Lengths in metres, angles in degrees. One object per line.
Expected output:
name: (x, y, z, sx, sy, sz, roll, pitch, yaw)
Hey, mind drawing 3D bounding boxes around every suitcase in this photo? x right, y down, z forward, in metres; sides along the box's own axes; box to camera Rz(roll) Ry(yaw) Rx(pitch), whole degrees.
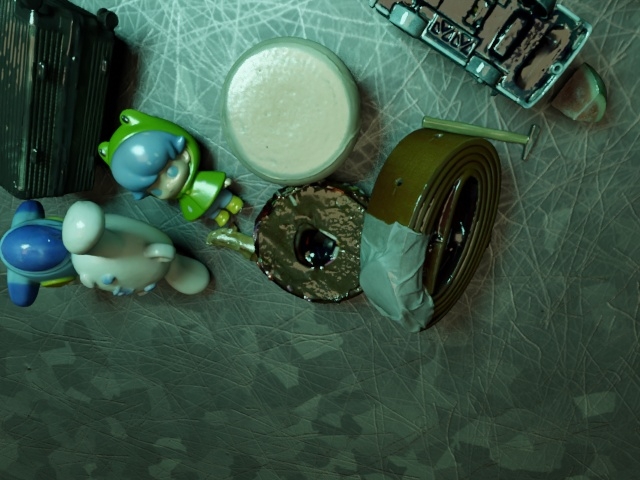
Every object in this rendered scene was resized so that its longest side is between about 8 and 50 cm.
suitcase: (-0.497, -0.261, 0.693, 0.230, 0.152, 0.334, 32, 116, 19)

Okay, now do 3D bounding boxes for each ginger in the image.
ginger: (-0.169, 0.007, 0.860, 0.137, 0.044, 0.057, 22, 132, 0)

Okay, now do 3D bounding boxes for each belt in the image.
belt: (0.183, -0.013, 0.700, 0.218, 0.122, 0.338, 1, 111, -35)

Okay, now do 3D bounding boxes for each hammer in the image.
hammer: (0.278, -0.189, 0.727, 0.199, 0.013, 0.062, 11, 114, 3)

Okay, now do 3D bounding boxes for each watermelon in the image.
watermelon: (0.412, -0.233, 0.650, 0.072, 0.084, 0.092, -31, 126, 10)

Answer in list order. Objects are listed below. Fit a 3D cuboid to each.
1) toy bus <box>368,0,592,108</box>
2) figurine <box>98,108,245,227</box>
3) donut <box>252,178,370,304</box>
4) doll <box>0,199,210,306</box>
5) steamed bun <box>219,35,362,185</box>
toy bus: (0.218, -0.321, 0.595, 0.272, 0.164, 0.133, 31, 115, -6)
figurine: (-0.272, -0.122, 0.772, 0.263, 0.143, 0.162, 36, 122, -26)
donut: (0.000, 0.000, 0.801, 0.270, 0.103, 0.269, 3, 111, 7)
doll: (-0.435, 0.036, 0.761, 0.367, 0.186, 0.375, 0, 144, 12)
steamed bun: (-0.047, -0.212, 0.689, 0.232, 0.145, 0.231, 1, 109, 2)
